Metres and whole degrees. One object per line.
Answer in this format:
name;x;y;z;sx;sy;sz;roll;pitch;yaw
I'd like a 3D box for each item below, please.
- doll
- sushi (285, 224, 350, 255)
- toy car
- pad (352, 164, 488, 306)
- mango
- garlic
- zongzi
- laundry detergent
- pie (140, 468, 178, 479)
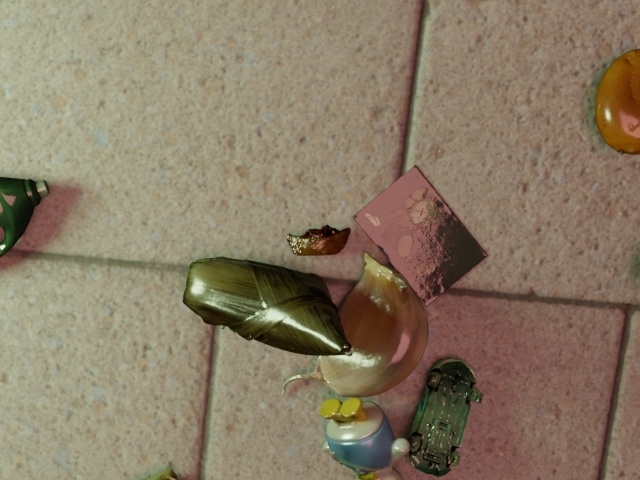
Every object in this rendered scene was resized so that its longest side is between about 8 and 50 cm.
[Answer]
doll;0.078;0.343;1.444;0.135;0.099;0.241;-19;106;3
sushi;0.000;0.000;1.411;0.099;0.050;0.047;-4;93;-18
toy car;0.192;0.278;1.476;0.093;0.058;0.186;22;77;-13
pad;0.157;-0.006;1.454;0.127;0.004;0.190;-40;103;0
mango;0.468;-0.209;1.427;0.105;0.084;0.159;3;77;-9
garlic;0.069;0.175;1.429;0.266;0.148;0.128;-52;138;-2
zongzi;-0.080;0.104;1.316;0.221;0.242;0.112;10;104;-12
laundry detergent;-0.486;-0.031;1.330;0.211;0.063;0.137;-19;103;-7
pie;-0.309;0.459;1.431;0.282;0.068;0.128;-31;103;-6
